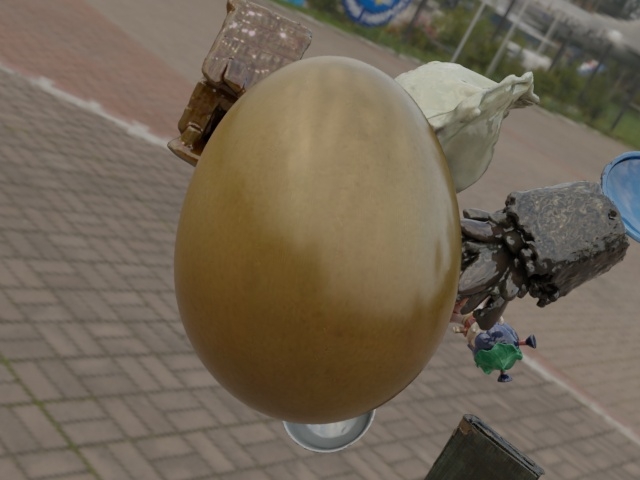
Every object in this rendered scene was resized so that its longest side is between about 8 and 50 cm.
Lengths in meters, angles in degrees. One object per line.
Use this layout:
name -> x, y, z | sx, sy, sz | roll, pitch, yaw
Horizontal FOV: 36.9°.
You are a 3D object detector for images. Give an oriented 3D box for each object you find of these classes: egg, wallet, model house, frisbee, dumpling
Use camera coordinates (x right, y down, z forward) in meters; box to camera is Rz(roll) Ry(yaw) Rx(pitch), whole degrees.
egg -> 0.000, 0.000, 0.844 | 0.250, 0.322, 0.250 | 8, 2, 0
wallet -> 0.251, 0.464, 1.690 | 0.169, 0.317, 0.044 | 39, 32, 23
model house -> -0.075, -0.195, 1.329 | 0.200, 0.229, 0.219 | 23, 19, -7
frisbee -> 0.680, -0.076, 1.974 | 0.242, 0.045, 0.242 | 7, 59, -12
dumpling -> 0.148, -0.131, 1.077 | 0.147, 0.193, 0.258 | 65, -20, 3

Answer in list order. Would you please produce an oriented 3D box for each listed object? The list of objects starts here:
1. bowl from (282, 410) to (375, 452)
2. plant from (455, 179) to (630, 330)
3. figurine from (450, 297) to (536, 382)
bowl -> 0.021, 0.341, 1.881 | 0.189, 0.189, 0.086 | 38, -18, 31
plant -> 0.332, 0.017, 1.579 | 0.194, 0.321, 0.181 | 78, -12, -56
figurine -> 0.314, 0.169, 1.822 | 0.102, 0.111, 0.195 | 10, 36, -42
